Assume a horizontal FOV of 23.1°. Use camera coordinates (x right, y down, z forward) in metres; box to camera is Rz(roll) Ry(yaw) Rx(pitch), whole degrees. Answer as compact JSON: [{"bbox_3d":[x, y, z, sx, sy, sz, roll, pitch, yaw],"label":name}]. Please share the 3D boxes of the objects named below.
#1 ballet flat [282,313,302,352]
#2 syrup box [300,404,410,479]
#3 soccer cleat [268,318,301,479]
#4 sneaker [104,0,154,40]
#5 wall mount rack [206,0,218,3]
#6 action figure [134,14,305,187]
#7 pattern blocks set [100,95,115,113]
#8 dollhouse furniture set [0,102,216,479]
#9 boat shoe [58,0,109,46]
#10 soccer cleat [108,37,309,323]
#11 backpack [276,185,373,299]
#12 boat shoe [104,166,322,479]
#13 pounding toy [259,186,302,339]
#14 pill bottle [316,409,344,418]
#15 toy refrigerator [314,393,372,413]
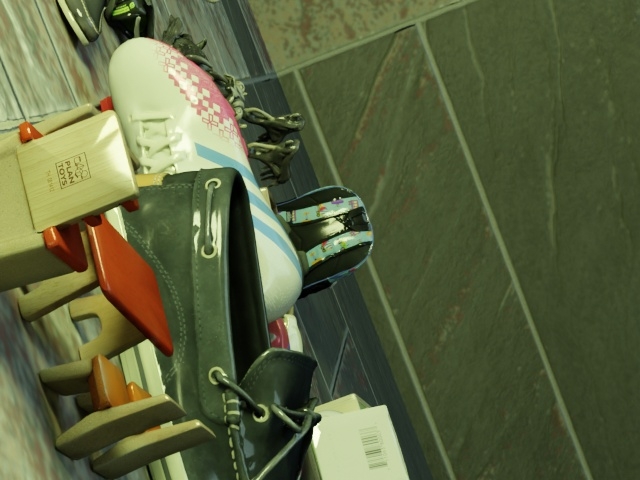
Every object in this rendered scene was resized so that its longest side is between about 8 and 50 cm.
[{"bbox_3d":[-0.060,0.086,1.833,0.091,0.077,0.241,-2,71,-45],"label":"ballet flat"},{"bbox_3d":[0.021,0.274,1.746,0.237,0.096,0.093,107,-30,-62],"label":"syrup box"},{"bbox_3d":[-0.057,0.184,1.690,0.095,0.083,0.248,67,13,-62],"label":"soccer cleat"},{"bbox_3d":[-0.239,-0.306,1.887,0.188,0.067,0.078,66,0,-52],"label":"sneaker"},{"bbox_3d":[-0.246,-0.451,2.016,0.350,0.130,0.304,-97,166,-63],"label":"wall mount rack"},{"bbox_3d":[-0.150,-0.159,1.900,0.276,0.141,0.164,31,38,-36],"label":"action figure"},{"bbox_3d":[-0.155,0.025,1.716,0.325,0.026,0.285,64,8,-45],"label":"pattern blocks set"},{"bbox_3d":[-0.161,0.013,1.166,0.259,0.135,0.262,57,14,-64],"label":"dollhouse furniture set"},{"bbox_3d":[-0.254,-0.293,1.715,0.075,0.065,0.206,64,8,-45],"label":"boat shoe"},{"bbox_3d":[-0.133,-0.060,1.593,0.331,0.116,0.143,58,36,4],"label":"soccer cleat"},{"bbox_3d":[0.000,0.000,2.485,0.117,0.173,0.158,49,20,-73],"label":"backpack"},{"bbox_3d":[-0.073,0.156,1.412,0.187,0.156,0.500,56,16,-73],"label":"boat shoe"},{"bbox_3d":[-0.086,0.051,1.984,0.181,0.094,0.206,59,20,-84],"label":"pounding toy"},{"bbox_3d":[0.015,0.273,2.113,0.160,0.087,0.087,42,28,-76],"label":"pill bottle"},{"bbox_3d":[0.054,0.303,2.327,0.269,0.094,0.102,49,21,-72],"label":"toy refrigerator"}]
